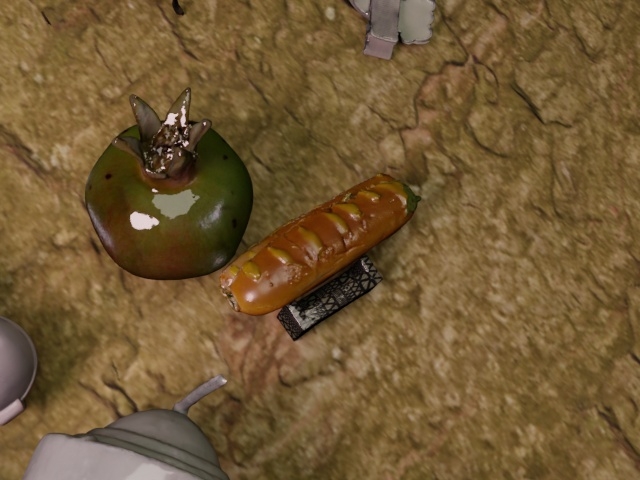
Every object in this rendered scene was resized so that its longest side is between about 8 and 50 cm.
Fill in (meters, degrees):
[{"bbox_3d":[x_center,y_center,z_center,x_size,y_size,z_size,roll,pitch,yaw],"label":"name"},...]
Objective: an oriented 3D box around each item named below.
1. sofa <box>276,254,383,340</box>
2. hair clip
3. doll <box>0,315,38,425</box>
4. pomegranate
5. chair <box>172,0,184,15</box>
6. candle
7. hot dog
[{"bbox_3d":[0.010,0.065,0.860,0.118,0.060,0.039,-32,82,-22],"label":"sofa"},{"bbox_3d":[0.098,-0.352,1.053,0.140,0.054,0.220,11,64,-4],"label":"hair clip"},{"bbox_3d":[-0.398,0.074,0.726,0.287,0.151,0.151,36,66,-2],"label":"doll"},{"bbox_3d":[-0.158,-0.058,0.784,0.181,0.224,0.182,2,64,-4],"label":"pomegranate"},{"bbox_3d":[-0.220,-0.415,0.920,0.149,0.213,0.174,20,67,2],"label":"chair"},{"bbox_3d":[-0.181,0.290,0.647,0.221,0.221,0.343,23,62,-3],"label":"candle"},{"bbox_3d":[0.000,0.000,0.860,0.269,0.115,0.072,-34,100,-28],"label":"hot dog"}]
